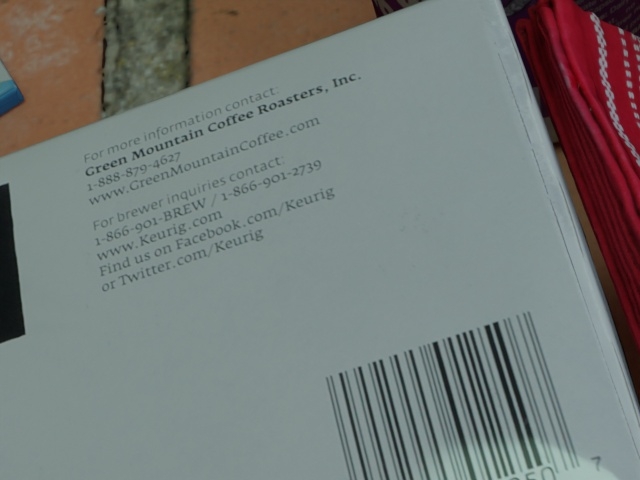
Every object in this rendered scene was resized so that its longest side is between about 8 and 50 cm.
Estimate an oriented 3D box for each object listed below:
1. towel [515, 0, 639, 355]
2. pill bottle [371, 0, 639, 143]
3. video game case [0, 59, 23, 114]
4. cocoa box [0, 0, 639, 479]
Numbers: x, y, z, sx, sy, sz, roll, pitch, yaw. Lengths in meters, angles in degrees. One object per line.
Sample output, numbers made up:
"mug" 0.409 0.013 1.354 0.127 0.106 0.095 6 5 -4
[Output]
"towel" 0.207 0.004 0.617 0.031 0.274 0.199 -42 49 38
"pill bottle" 0.090 -0.191 0.713 0.169 0.301 0.169 -6 59 11
"video game case" -0.277 -0.116 0.932 0.119 0.015 0.166 -33 58 -6
"cocoa box" -0.041 0.093 0.613 0.347 0.228 0.231 -19 59 9
